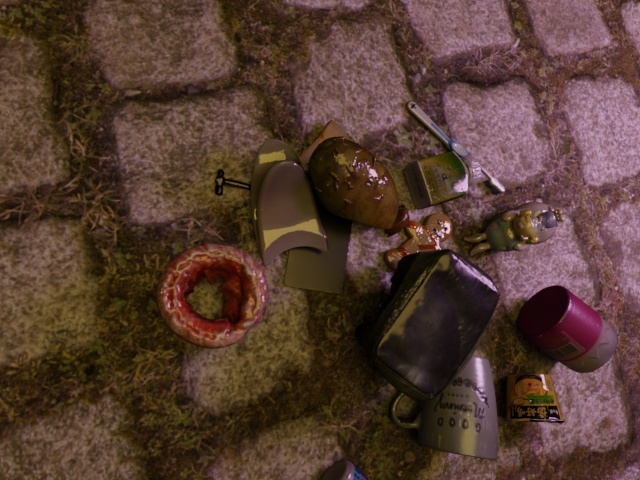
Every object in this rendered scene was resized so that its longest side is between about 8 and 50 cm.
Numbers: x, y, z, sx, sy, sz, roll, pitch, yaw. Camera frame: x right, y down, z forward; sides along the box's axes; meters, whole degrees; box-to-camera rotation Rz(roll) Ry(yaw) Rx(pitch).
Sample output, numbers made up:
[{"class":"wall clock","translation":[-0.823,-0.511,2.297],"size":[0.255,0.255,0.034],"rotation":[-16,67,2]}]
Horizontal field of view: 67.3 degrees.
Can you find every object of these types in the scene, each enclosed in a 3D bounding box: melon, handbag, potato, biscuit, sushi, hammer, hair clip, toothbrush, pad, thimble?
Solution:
[{"class":"melon","translation":[0.004,-0.224,1.256],"size":[0.098,0.054,0.182],"rotation":[42,77,-3]},{"class":"handbag","translation":[0.239,0.187,1.156],"size":[0.247,0.240,0.340],"rotation":[37,80,-13]},{"class":"potato","translation":[0.090,-0.128,1.196],"size":[0.176,0.141,0.298],"rotation":[-42,114,13]},{"class":"biscuit","translation":[0.279,0.014,1.317],"size":[0.234,0.030,0.153],"rotation":[-43,98,-18]},{"class":"sushi","translation":[0.211,-0.052,1.296],"size":[0.050,0.047,0.099],"rotation":[35,82,35]},{"class":"hammer","translation":[-0.175,-0.128,1.201],"size":[0.179,0.021,0.065],"rotation":[11,79,-18]},{"class":"hair clip","translation":[-0.090,-0.098,1.173],"size":[0.173,0.113,0.281],"rotation":[-14,116,-14]},{"class":"toothbrush","translation":[0.394,-0.269,1.391],"size":[0.386,0.040,0.040],"rotation":[42,72,-7]},{"class":"pad","translation":[0.000,0.000,1.243],"size":[0.160,0.009,0.264],"rotation":[11,77,-15]},{"class":"thimble","translation":[-0.236,0.123,1.070],"size":[0.239,0.162,0.239],"rotation":[4,77,-17]}]

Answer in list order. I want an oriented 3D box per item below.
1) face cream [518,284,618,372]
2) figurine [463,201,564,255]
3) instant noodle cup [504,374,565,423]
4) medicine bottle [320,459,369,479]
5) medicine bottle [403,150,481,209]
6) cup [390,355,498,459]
[{"class":"face cream","translation":[0.682,0.246,1.333],"size":[0.195,0.175,0.175],"rotation":[37,73,-10]},{"class":"figurine","translation":[0.537,-0.023,1.344],"size":[0.236,0.155,0.127],"rotation":[-21,102,-15]},{"class":"instant noodle cup","translation":[0.569,0.424,1.293],"size":[0.152,0.151,0.122],"rotation":[9,69,-16]},{"class":"medicine bottle","translation":[0.092,0.617,1.124],"size":[0.191,0.107,0.107],"rotation":[47,72,-6]},{"class":"medicine bottle","translation":[0.343,-0.174,1.334],"size":[0.189,0.088,0.131],"rotation":[-18,87,-19]},{"class":"cup","translation":[0.310,0.405,1.207],"size":[0.258,0.186,0.233],"rotation":[4,70,11]}]
